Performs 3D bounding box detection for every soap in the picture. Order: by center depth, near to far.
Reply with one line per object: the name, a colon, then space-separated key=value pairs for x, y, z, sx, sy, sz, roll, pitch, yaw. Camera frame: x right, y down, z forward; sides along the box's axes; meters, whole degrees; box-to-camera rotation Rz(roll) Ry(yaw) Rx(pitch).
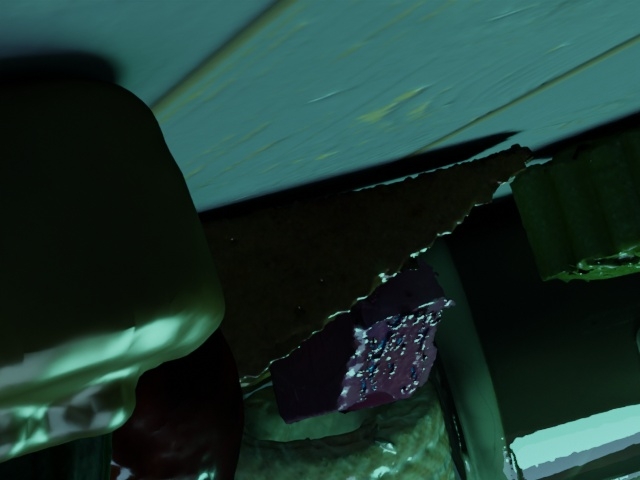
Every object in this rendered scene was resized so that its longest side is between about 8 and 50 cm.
soap: x=0.028 y=0.067 z=1.364 sx=0.099 sy=0.162 sz=0.250 roll=-8 pitch=171 yaw=-22

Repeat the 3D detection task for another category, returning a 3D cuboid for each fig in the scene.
fig: x=-0.155 y=0.073 z=0.864 sx=0.204 sy=0.186 sz=0.249 roll=18 pitch=-159 yaw=-30

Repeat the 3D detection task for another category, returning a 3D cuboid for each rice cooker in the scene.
rice cooker: x=0.270 y=0.104 z=1.623 sx=0.325 sy=0.335 sz=0.335 roll=-17 pitch=175 yaw=-2

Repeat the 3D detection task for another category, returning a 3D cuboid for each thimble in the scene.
thimble: x=0.017 y=0.220 z=1.545 sx=0.229 sy=0.148 sz=0.196 roll=-4 pitch=-158 yaw=20

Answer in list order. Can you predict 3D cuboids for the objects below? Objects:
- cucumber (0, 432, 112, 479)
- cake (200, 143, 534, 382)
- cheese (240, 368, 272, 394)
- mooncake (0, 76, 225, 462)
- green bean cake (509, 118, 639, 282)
cucumber: x=-0.143 y=0.101 z=0.678 sx=0.115 sy=0.243 sz=0.063 roll=-3 pitch=169 yaw=-12
cake: x=0.000 y=0.000 z=1.005 sx=0.295 sy=0.112 sz=0.116 roll=-27 pitch=-176 yaw=-16
cheese: x=-0.039 y=0.080 z=1.589 sx=0.226 sy=0.117 sz=0.214 roll=-21 pitch=172 yaw=-3
mooncake: x=-0.152 y=0.029 z=0.529 sx=0.235 sy=0.117 sz=0.235 roll=-18 pitch=178 yaw=-1
green bean cake: x=0.276 y=-0.040 z=1.201 sx=0.200 sy=0.113 sz=0.214 roll=-18 pitch=174 yaw=33
